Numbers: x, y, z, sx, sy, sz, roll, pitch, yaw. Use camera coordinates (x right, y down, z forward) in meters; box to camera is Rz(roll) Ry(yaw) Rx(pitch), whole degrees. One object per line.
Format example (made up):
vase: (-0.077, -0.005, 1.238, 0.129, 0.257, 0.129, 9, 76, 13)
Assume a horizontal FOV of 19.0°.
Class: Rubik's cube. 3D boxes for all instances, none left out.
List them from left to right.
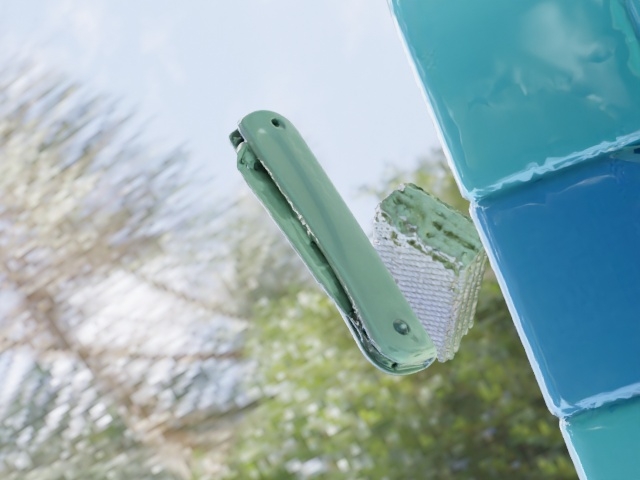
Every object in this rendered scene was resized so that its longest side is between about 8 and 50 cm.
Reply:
Rubik's cube: (0.243, -0.046, 0.824, 0.290, 0.291, 0.291, 68, -155, -6)

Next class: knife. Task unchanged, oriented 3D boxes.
knife: (0.003, 0.000, 1.544, 0.073, 0.040, 0.265, -6, -127, -46)

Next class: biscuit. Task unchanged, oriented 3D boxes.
biscuit: (0.101, 0.031, 1.842, 0.108, 0.239, 0.062, 33, -112, 14)
